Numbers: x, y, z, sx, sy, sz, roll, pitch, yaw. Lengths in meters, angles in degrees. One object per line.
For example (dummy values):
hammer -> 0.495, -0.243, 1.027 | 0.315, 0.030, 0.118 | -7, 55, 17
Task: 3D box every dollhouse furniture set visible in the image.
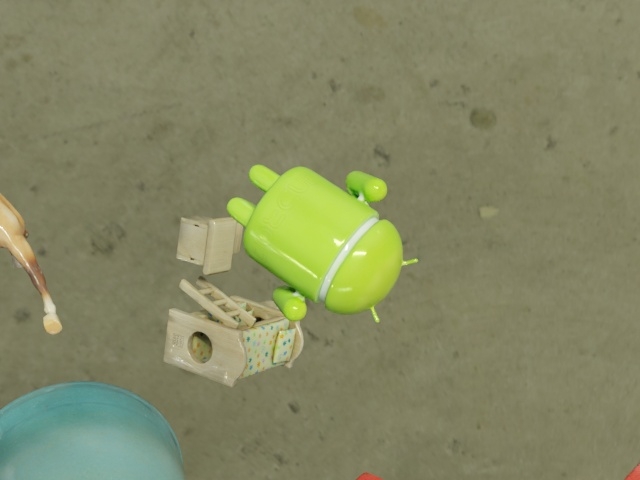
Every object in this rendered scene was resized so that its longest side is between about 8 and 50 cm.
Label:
dollhouse furniture set -> -0.061, 0.051, 1.082 | 0.101, 0.182, 0.161 | 15, 104, 30

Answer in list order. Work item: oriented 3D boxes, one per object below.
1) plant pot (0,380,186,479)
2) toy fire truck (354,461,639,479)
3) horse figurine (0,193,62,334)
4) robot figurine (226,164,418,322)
plant pot -> -0.260, 0.330, 1.132 | 0.271, 0.272, 0.255 | -39, 25, -6
toy fire truck -> 0.051, 0.149, 0.350 | 0.135, 0.047, 0.192 | 20, 115, 33
horse figurine -> -0.288, -0.023, 0.746 | 0.066, 0.263, 0.174 | -38, 49, 12
robot figurine -> 0.000, 0.000, 0.620 | 0.115, 0.067, 0.101 | 33, 90, 14
